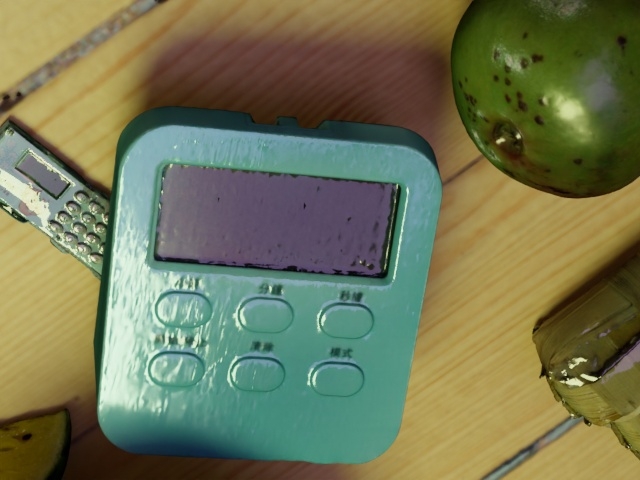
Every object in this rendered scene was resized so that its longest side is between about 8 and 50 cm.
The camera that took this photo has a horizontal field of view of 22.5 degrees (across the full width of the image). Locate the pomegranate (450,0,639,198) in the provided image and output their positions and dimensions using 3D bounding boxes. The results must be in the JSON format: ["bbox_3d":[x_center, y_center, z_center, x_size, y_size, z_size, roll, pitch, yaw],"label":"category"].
[{"bbox_3d":[0.202,-0.137,1.155,0.224,0.181,0.181,-37,117,-21],"label":"pomegranate"}]

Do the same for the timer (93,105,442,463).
[{"bbox_3d":[-0.040,0.033,1.150,0.232,0.091,0.250,4,121,-10],"label":"timer"}]

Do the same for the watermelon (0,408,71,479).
[{"bbox_3d":[-0.265,0.192,1.186,0.181,0.075,0.092,-14,89,-8],"label":"watermelon"}]

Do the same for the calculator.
[{"bbox_3d":[-0.178,-0.015,1.175,0.172,0.018,0.057,40,95,-23],"label":"calculator"}]

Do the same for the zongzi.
[{"bbox_3d":[0.293,0.095,1.295,0.194,0.099,0.197,-41,113,10],"label":"zongzi"}]
